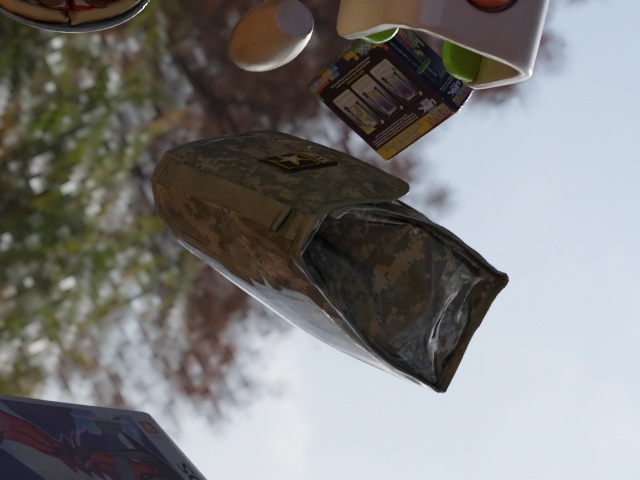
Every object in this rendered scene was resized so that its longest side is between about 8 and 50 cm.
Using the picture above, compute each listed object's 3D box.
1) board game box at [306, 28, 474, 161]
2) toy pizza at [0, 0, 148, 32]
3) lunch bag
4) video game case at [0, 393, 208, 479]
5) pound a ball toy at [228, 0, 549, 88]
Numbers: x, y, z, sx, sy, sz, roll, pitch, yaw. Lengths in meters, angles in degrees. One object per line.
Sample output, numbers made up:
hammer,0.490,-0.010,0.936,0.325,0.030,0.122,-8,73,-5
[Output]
board game box,0.082,-0.184,2.395,0.141,0.048,0.170,42,-33,-10
toy pizza,-0.246,-0.276,1.853,0.201,0.201,0.032,58,-35,22
lunch bag,0.000,0.000,1.930,0.235,0.169,0.287,25,-7,45
video game case,-0.108,0.150,1.085,0.183,0.023,0.201,44,16,31
pound a ball toy,0.081,-0.251,1.434,0.136,0.208,0.319,-6,-113,63
